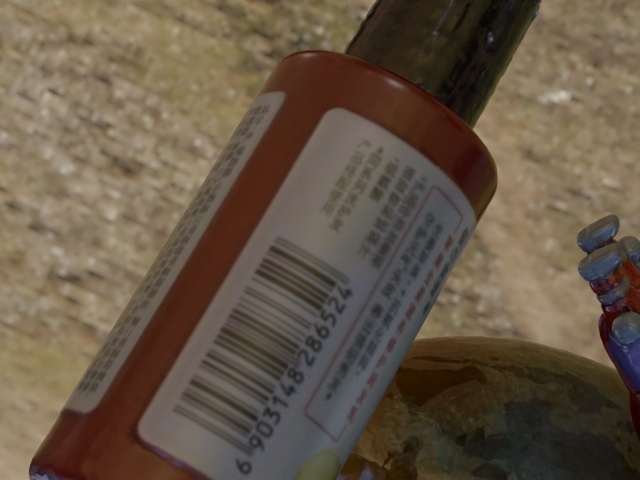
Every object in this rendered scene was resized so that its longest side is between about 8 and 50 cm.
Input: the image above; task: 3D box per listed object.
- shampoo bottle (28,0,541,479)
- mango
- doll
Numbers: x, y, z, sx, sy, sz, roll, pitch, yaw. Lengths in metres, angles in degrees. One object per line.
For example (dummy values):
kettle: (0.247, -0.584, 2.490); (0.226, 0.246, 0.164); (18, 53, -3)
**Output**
shampoo bottle: (0.000, 0.000, 0.694); (0.104, 0.278, 0.104); (28, 164, 9)
mango: (0.130, 0.155, 0.994); (0.316, 0.193, 0.146); (13, 157, -15)
doll: (0.195, 0.088, 0.905); (0.075, 0.102, 0.227); (-28, 108, 21)
